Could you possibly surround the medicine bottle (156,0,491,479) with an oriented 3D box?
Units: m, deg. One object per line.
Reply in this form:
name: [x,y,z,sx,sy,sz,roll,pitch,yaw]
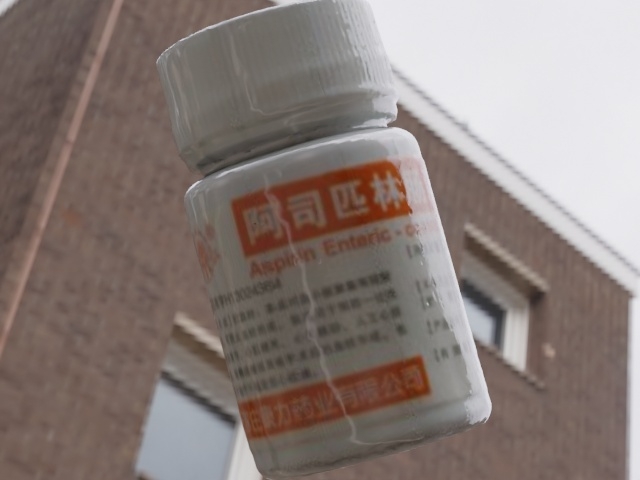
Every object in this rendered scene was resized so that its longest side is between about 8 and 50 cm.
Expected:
medicine bottle: [0.000,0.000,1.463,0.211,0.211,0.371,-17,-94,26]
